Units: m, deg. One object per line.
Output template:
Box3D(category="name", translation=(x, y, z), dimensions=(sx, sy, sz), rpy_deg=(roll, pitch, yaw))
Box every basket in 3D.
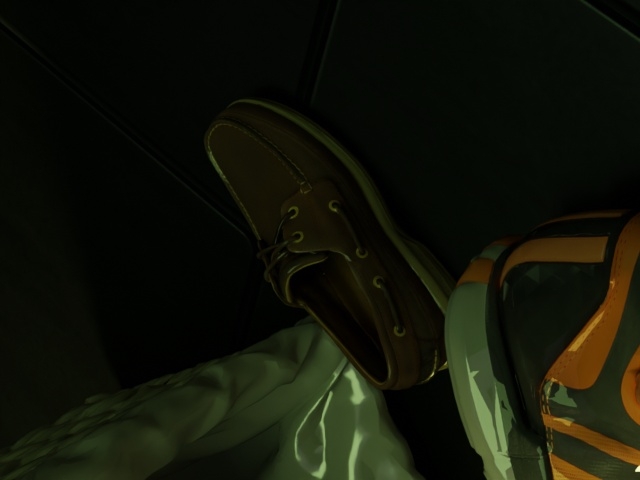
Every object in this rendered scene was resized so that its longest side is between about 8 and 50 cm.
Box3D(category="basket", translation=(-0.098, 0.263, 0.980), dimensions=(0.266, 0.328, 0.331), rpy_deg=(-21, 97, 54))

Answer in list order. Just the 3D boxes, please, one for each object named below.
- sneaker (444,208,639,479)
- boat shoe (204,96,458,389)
Box3D(category="sneaker", translation=(0.172, 0.138, 0.768), dimensions=(0.180, 0.124, 0.321), rpy_deg=(-13, 102, 51))
Box3D(category="boat shoe", translation=(0.000, 0.000, 0.919), dimensions=(0.178, 0.060, 0.064), rpy_deg=(48, 139, 15))
